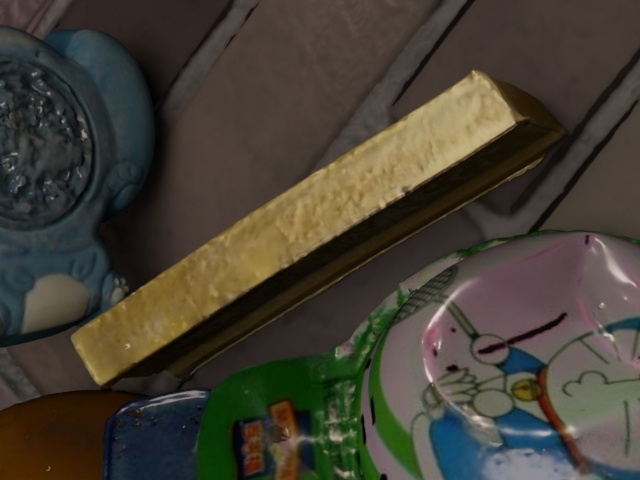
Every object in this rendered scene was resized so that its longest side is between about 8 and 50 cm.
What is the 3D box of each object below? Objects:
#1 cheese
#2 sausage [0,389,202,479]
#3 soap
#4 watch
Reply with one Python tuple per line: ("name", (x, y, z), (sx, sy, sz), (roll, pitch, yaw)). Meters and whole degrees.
("cheese", (0.056, 0.079, 0.587), (0.320, 0.083, 0.204), (-11, 45, 5))
("sausage", (-0.078, 0.137, 0.679), (0.328, 0.112, 0.112), (13, 92, 24))
("soap", (0.000, -0.001, 0.659), (0.252, 0.092, 0.037), (-33, 76, 19))
("watch", (-0.214, -0.029, 0.725), (0.193, 0.211, 0.211), (-9, 82, 44))
